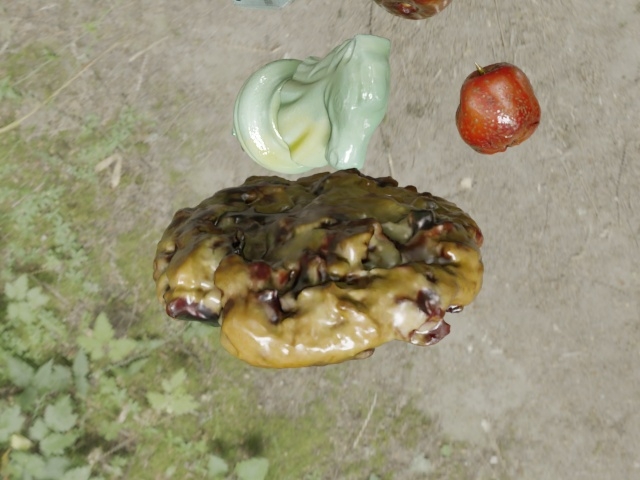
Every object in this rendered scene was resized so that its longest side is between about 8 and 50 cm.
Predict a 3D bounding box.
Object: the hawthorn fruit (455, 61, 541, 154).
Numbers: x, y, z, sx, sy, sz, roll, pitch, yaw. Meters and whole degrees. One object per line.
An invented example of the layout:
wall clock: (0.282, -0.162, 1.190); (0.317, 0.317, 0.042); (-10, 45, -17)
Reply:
hawthorn fruit: (0.166, -0.130, 0.911); (0.093, 0.093, 0.093); (3, 114, 8)

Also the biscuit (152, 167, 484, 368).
biscuit: (-0.004, 0.000, 0.818); (0.289, 0.334, 0.081); (-5, 111, -4)

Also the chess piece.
chess piece: (0.005, -0.181, 1.318); (0.175, 0.298, 0.176); (-1, 91, -27)

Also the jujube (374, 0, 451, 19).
jujube: (0.146, -0.476, 1.492); (0.183, 0.183, 0.243); (7, 84, 6)

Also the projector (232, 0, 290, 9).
projector: (-0.065, -0.434, 1.540); (0.115, 0.147, 0.061); (14, 142, 42)
